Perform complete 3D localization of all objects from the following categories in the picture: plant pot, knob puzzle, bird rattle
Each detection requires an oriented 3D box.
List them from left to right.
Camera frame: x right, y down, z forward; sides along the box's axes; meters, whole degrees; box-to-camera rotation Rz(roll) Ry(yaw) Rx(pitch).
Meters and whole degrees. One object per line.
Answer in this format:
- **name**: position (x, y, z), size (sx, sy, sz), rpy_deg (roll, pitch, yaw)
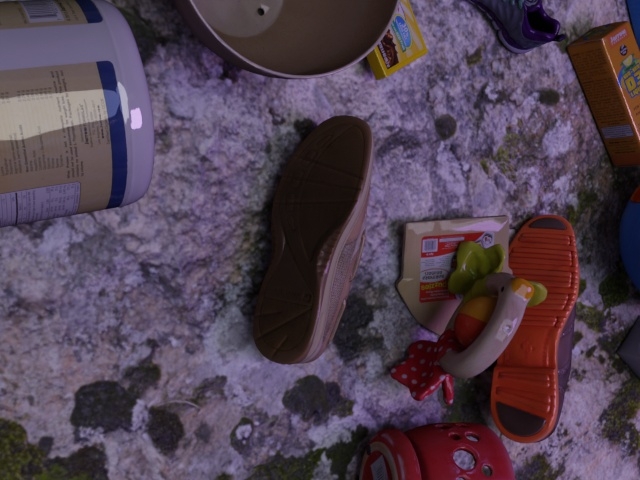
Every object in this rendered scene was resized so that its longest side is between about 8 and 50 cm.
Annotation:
- **plant pot**: position (-0.067, -0.329, 0.951), size (0.284, 0.191, 0.283), rpy_deg (-2, 95, -26)
- **plant pot**: position (0.156, 0.357, 1.128), size (0.174, 0.191, 0.191), rpy_deg (6, 91, -19)
- **knob puzzle**: position (0.203, 0.058, 1.208), size (0.213, 0.030, 0.213), rpy_deg (-5, 106, -17)
- **bird rattle**: position (0.209, 0.121, 1.113), size (0.143, 0.207, 0.253), rpy_deg (41, 81, -5)

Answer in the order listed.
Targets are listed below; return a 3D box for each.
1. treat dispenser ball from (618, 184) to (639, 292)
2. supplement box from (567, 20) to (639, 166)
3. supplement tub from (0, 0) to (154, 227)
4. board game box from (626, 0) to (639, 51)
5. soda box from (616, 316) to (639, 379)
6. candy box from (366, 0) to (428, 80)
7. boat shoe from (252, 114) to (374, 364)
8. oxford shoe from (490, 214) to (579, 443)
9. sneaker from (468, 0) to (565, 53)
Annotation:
- **treat dispenser ball**: position (0.642, -0.004, 1.286), size (0.288, 0.288, 0.287), rpy_deg (-2, 95, -27)
- **supplement box**: position (0.503, -0.242, 1.316), size (0.078, 0.080, 0.233), rpy_deg (-36, 107, -23)
- **supplement tub**: position (-0.352, -0.123, 0.799), size (0.317, 0.228, 0.228), rpy_deg (-12, 99, -26)
- **board game box**: position (0.675, -0.460, 1.382), size (0.308, 0.086, 0.301), rpy_deg (-26, 105, -23)
- **soda box**: position (0.647, 0.206, 1.306), size (0.098, 0.286, 0.091), rpy_deg (45, 74, -21)
- **candy box**: position (0.078, -0.341, 1.106), size (0.105, 0.027, 0.205), rpy_deg (-37, 110, -36)
- **boat shoe**: position (0.000, 0.000, 1.068), size (0.110, 0.122, 0.340), rpy_deg (22, 86, -64)
- **oxford shoe**: position (0.347, 0.140, 1.263), size (0.133, 0.130, 0.363), rpy_deg (29, 71, -59)
- **sneaker**: position (0.279, -0.378, 1.177), size (0.224, 0.098, 0.083), rpy_deg (39, 76, -24)
